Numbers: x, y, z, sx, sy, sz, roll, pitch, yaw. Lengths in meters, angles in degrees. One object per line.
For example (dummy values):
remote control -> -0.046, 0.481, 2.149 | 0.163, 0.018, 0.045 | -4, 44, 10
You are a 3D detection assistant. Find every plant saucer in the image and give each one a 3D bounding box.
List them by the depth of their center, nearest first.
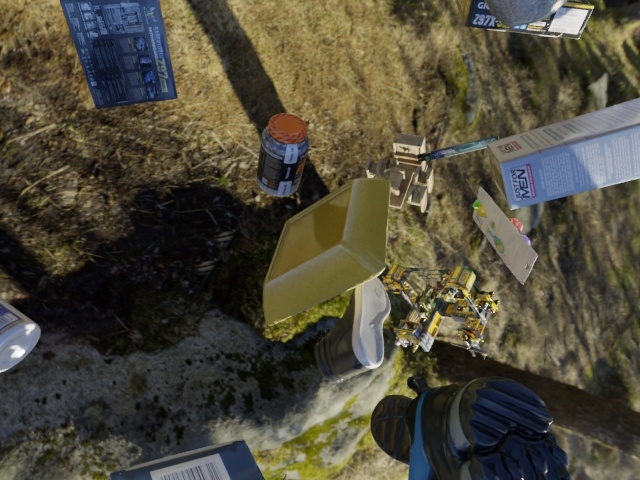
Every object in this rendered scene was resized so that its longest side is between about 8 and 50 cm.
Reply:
plant saucer -> 0.000, 0.000, 0.991 | 0.081, 0.333, 0.333 | 45, 35, -24

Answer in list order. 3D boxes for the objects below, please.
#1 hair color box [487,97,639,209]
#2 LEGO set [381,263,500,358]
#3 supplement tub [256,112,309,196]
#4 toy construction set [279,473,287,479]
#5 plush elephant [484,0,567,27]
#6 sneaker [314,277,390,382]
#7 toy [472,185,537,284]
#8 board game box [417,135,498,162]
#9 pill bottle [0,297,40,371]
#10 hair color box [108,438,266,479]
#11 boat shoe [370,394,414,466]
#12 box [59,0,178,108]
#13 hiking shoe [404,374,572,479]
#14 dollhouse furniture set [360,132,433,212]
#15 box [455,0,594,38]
hair color box -> 0.571, -0.194, 0.907 | 0.185, 0.374, 0.114 | -66, 138, -62
LEGO set -> 0.304, 0.208, 1.194 | 0.192, 0.331, 0.255 | -55, 128, -26
supplement tub -> -0.094, -0.210, 1.056 | 0.117, 0.190, 0.117 | 8, 53, -10
toy construction set -> -0.064, 0.672, 0.921 | 0.257, 0.237, 0.309 | 0, 86, 0
plush elephant -> 0.238, -0.345, 0.299 | 0.330, 0.255, 0.272 | -50, 124, -50
sneaker -> 0.064, 0.181, 0.925 | 0.104, 0.147, 0.296 | 45, 29, -14
toy -> 0.478, -0.023, 1.085 | 0.056, 0.237, 0.137 | -23, 144, -7
board game box -> 0.374, -0.250, 1.171 | 0.186, 0.126, 0.026 | -13, 99, 0
pill bottle -> -0.660, 0.159, 0.825 | 0.186, 0.112, 0.112 | 32, 63, 7
hair color box -> -0.192, 0.438, 0.541 | 0.173, 0.105, 0.347 | 4, 112, -36
boat shoe -> 0.234, 0.360, 0.681 | 0.123, 0.324, 0.120 | -55, 141, -10
box -> -0.424, -0.413, 0.919 | 0.183, 0.059, 0.233 | -14, 138, -17
hiking shoe -> 0.136, 0.265, 0.336 | 0.113, 0.132, 0.304 | 5, 72, -18
dollhouse furniture set -> 0.269, -0.206, 1.415 | 0.242, 0.212, 0.161 | -67, 157, -20
box -> 0.475, -0.597, 1.047 | 0.322, 0.257, 0.079 | -78, 173, -46
